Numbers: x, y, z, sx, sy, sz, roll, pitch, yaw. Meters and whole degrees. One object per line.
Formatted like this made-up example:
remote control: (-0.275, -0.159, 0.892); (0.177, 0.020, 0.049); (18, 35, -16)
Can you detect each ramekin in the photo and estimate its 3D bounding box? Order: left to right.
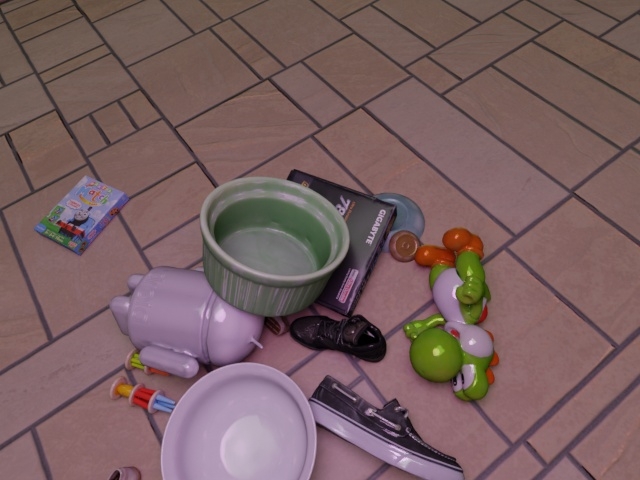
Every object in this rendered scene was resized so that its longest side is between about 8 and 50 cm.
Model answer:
ramekin: (-0.104, 0.014, 0.915); (0.304, 0.148, 0.303); (11, 42, -10)

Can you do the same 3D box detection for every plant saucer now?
plant saucer: (0.183, -0.060, 1.162); (0.195, 0.037, 0.194); (-2, 59, 4)
plant saucer: (0.217, 0.014, 1.107); (0.084, 0.015, 0.083); (0, 84, -4)

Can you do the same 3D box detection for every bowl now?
bowl: (-0.149, 0.407, 0.860); (0.298, 0.134, 0.297); (-2, 60, 3)

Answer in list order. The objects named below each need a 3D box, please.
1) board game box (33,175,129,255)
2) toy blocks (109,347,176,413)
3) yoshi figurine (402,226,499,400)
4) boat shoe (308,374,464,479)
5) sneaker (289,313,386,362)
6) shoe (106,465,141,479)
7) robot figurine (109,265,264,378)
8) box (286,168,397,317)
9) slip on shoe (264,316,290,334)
board game box: (-0.683, -0.077, 1.246); (0.160, 0.039, 0.211); (22, 63, 17)
toy blocks: (-0.379, 0.319, 0.978); (0.148, 0.054, 0.123); (13, 62, 12)
yoshi figurine: (0.274, 0.157, 0.951); (0.203, 0.203, 0.361); (-9, 60, 18)
boat shoe: (0.128, 0.370, 0.864); (0.336, 0.121, 0.119); (21, 68, 18)
sneaker: (0.036, 0.203, 0.969); (0.228, 0.130, 0.087); (14, 60, 15)
shoe: (-0.442, 0.550, 0.845); (0.077, 0.058, 0.219); (20, 63, 16)
robot figurine: (-0.279, 0.169, 0.972); (0.354, 0.199, 0.299); (7, 44, 9)
box: (0.000, 0.000, 1.081); (0.294, 0.073, 0.295); (22, 79, 20)
slip on shoe: (-0.125, 0.177, 1.049); (0.135, 0.051, 0.041); (34, 23, 34)
